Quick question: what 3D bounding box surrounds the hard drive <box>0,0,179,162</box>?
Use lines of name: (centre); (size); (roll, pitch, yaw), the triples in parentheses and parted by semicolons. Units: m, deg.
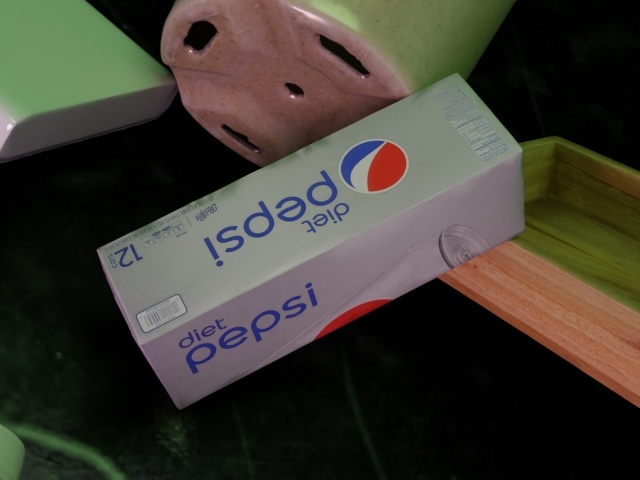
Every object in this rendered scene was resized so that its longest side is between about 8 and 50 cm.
hard drive: (-0.297, -0.204, 0.795); (0.353, 0.047, 0.233); (40, 25, 7)

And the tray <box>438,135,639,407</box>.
tray: (0.251, 0.033, 0.784); (0.203, 0.076, 0.411); (-14, 30, -31)

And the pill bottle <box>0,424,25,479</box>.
pill bottle: (-0.224, 0.189, 0.566); (0.108, 0.108, 0.180); (18, 52, -13)

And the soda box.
soda box: (0.000, 0.000, 0.727); (0.286, 0.098, 0.091); (-27, 54, -9)

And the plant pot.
plant pot: (0.027, -0.225, 0.868); (0.334, 0.334, 0.305); (27, 62, -5)
